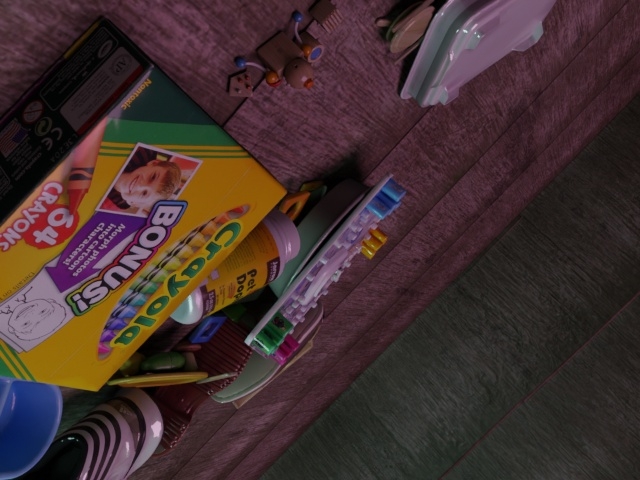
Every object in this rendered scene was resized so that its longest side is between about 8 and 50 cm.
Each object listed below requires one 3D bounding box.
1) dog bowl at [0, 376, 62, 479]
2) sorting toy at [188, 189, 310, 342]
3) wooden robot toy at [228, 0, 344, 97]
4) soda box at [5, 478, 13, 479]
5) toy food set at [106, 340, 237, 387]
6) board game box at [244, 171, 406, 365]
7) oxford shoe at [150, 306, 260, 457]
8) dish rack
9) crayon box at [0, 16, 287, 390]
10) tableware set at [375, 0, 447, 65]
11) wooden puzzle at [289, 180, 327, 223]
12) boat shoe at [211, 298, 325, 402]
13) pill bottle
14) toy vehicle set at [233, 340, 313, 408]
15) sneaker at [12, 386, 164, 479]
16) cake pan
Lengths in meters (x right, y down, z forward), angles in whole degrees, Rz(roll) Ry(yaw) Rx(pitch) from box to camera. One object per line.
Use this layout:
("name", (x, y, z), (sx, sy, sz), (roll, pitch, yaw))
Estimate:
("dog bowl", (-0.434, 0.224, 0.855), (0.297, 0.074, 0.166), (46, 59, -69))
("sorting toy", (-0.126, 0.038, 1.218), (0.348, 0.047, 0.196), (-55, 162, 21))
("wooden robot toy", (-0.029, -0.216, 0.852), (0.173, 0.079, 0.076), (-40, 159, -8))
("soda box", (-0.535, 0.378, 1.108), (0.060, 0.053, 0.169), (-31, 157, -33))
("toy food set", (-0.274, 0.219, 1.229), (0.218, 0.071, 0.128), (6, 160, -39))
("board game box", (0.016, 0.080, 1.351), (0.390, 0.050, 0.390), (-50, 171, -10))
("oxford shoe", (-0.254, 0.265, 1.382), (0.348, 0.123, 0.130), (-48, -170, -1))
("dish rack", (0.295, -0.357, 1.137), (0.333, 0.072, 0.285), (-35, 169, -18))
("crayon box", (-0.246, -0.008, 0.764), (0.363, 0.106, 0.313), (-46, 152, 2))
("tableware set", (0.168, -0.353, 1.009), (0.194, 0.039, 0.128), (-40, 169, -1))
("wooden puzzle", (-0.025, -0.070, 1.245), (0.078, 0.014, 0.116), (-20, 150, -38))
("boat shoe", (-0.117, 0.254, 1.566), (0.324, 0.116, 0.097), (-44, 157, -15))
("pill bottle", (-0.135, 0.029, 1.008), (0.215, 0.117, 0.117), (-28, 154, -37))
("toy vehicle set", (-0.132, 0.321, 1.775), (0.267, 0.035, 0.166), (-38, 159, -16))
("sneaker", (-0.470, 0.470, 1.230), (0.257, 0.169, 0.447), (-17, 139, -60))
("cake pan", (0.000, 0.000, 1.288), (0.293, 0.054, 0.293), (-50, 171, -11))
